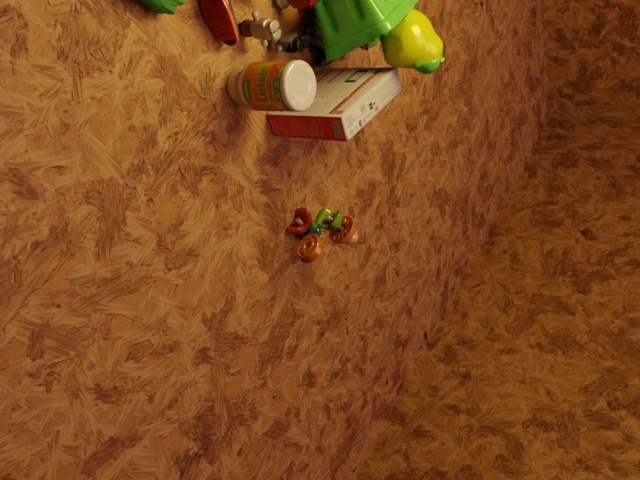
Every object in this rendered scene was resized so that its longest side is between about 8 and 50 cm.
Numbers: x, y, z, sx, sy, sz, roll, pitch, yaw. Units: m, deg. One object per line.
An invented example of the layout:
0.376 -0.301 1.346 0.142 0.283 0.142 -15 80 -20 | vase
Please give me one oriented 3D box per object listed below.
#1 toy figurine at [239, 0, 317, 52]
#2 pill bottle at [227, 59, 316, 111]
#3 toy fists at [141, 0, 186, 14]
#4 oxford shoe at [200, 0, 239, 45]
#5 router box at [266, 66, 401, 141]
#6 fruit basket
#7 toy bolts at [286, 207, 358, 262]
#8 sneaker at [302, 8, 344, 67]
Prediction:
-0.131 -0.664 1.631 0.213 0.148 0.210 -3 107 -54 | toy figurine
-0.145 -0.436 1.577 0.136 0.245 0.137 -17 112 -49 | pill bottle
-0.379 -0.691 1.335 0.142 0.096 0.280 -3 104 -42 | toy fists
-0.269 -0.659 1.485 0.098 0.096 0.272 -54 137 -38 | oxford shoe
0.047 -0.444 1.781 0.335 0.301 0.082 -47 133 -34 | router box
0.201 -0.655 1.728 0.392 0.282 0.393 17 67 -47 | fruit basket
0.000 0.000 1.903 0.158 0.228 0.218 41 72 -39 | toy bolts
-0.010 -0.700 1.804 0.121 0.111 0.300 -48 132 -28 | sneaker
